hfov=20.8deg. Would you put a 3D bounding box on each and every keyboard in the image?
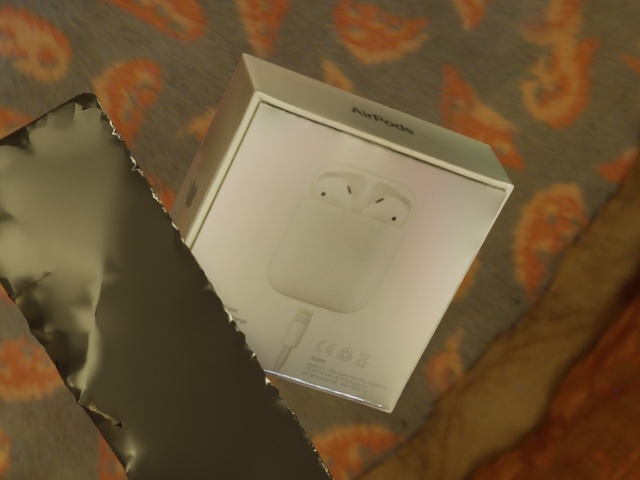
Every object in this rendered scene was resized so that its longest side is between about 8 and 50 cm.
[{"bbox_3d":[-0.062,0.042,0.656,0.074,0.015,0.196,-29,101,15],"label":"keyboard"}]

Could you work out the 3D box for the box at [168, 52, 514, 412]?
[{"bbox_3d":[0.000,0.000,0.801,0.130,0.051,0.129,19,112,-20],"label":"box"}]
